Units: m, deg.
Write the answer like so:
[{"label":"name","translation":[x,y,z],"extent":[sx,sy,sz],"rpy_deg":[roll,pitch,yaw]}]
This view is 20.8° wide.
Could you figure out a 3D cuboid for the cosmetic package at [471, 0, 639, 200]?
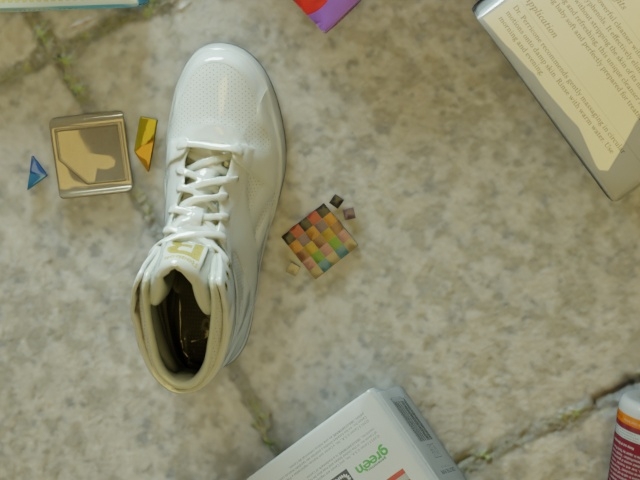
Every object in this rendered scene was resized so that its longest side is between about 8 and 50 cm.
[{"label":"cosmetic package","translation":[0.324,-0.220,1.410],"extent":[0.365,0.155,0.197],"rpy_deg":[-35,97,9]}]

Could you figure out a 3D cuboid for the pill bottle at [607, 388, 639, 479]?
[{"label":"pill bottle","translation":[0.294,0.212,1.526],"extent":[0.086,0.086,0.152],"rpy_deg":[7,101,3]}]

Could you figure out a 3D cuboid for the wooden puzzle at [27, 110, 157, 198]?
[{"label":"wooden puzzle","translation":[-0.202,-0.076,1.545],"extent":[0.116,0.014,0.078],"rpy_deg":[1,96,4]}]

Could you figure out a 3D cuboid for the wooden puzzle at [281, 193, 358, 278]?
[{"label":"wooden puzzle","translation":[0.000,0.000,1.548],"extent":[0.083,0.006,0.049],"rpy_deg":[-38,96,9]}]

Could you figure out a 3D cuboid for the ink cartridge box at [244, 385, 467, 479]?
[{"label":"ink cartridge box","translation":[0.013,0.324,1.508],"extent":[0.309,0.130,0.272],"rpy_deg":[-37,78,10]}]

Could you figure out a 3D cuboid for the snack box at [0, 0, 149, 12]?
[{"label":"snack box","translation":[-0.248,-0.356,1.472],"extent":[0.187,0.060,0.322],"rpy_deg":[-1,100,5]}]

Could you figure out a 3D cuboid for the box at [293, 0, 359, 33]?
[{"label":"box","translation":[0.037,-0.341,1.427],"extent":[0.201,0.057,0.293],"rpy_deg":[46,113,-4]}]

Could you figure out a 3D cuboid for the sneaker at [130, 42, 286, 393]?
[{"label":"sneaker","translation":[-0.093,-0.017,1.470],"extent":[0.108,0.169,0.292],"rpy_deg":[4,99,5]}]
